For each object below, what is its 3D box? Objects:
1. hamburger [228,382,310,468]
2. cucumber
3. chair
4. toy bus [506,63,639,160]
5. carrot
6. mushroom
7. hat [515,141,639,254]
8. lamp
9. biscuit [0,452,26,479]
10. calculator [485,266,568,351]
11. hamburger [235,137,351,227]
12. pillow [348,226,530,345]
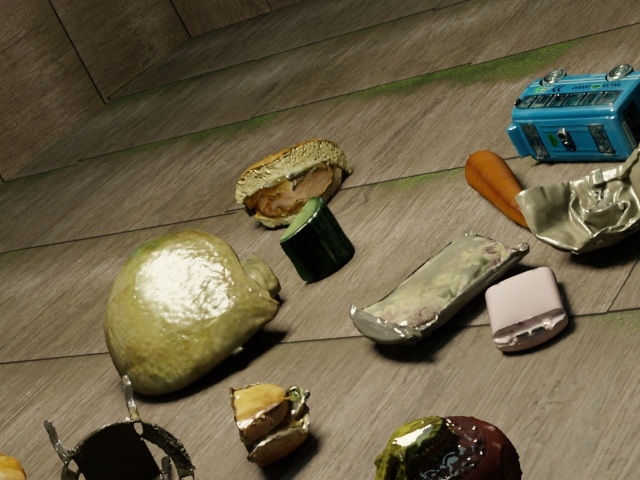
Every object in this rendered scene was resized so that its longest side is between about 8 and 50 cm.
[{"bbox_3d":[-0.056,0.234,1.654,0.102,0.087,0.176,-16,12,-5],"label":"hamburger"},{"bbox_3d":[0.000,0.000,2.100,0.062,0.115,0.116,-7,37,42],"label":"cucumber"},{"bbox_3d":[-0.254,0.301,1.649,0.174,0.149,0.213,-29,25,-9],"label":"chair"},{"bbox_3d":[0.419,-0.194,2.034,0.134,0.113,0.246,-45,28,-27],"label":"toy bus"},{"bbox_3d":[0.287,-0.071,1.993,0.069,0.069,0.336,-27,27,1],"label":"carrot"},{"bbox_3d":[-0.199,0.097,2.000,0.292,0.212,0.217,-25,12,-13],"label":"mushroom"},{"bbox_3d":[0.409,-0.054,1.788,0.214,0.149,0.245,-24,-17,32],"label":"hat"},{"bbox_3d":[0.126,0.241,1.326,0.156,0.135,0.157,-13,23,32],"label":"lamp"},{"bbox_3d":[-0.572,0.409,1.840,0.326,0.107,0.325,-23,24,11],"label":"biscuit"},{"bbox_3d":[0.265,0.087,1.667,0.100,0.032,0.175,-22,21,12],"label":"calculator"},{"bbox_3d":[-0.051,-0.127,2.423,0.155,0.135,0.208,-4,28,43],"label":"hamburger"},{"bbox_3d":[0.168,0.071,1.791,0.255,0.059,0.169,-35,22,-24],"label":"pillow"}]
